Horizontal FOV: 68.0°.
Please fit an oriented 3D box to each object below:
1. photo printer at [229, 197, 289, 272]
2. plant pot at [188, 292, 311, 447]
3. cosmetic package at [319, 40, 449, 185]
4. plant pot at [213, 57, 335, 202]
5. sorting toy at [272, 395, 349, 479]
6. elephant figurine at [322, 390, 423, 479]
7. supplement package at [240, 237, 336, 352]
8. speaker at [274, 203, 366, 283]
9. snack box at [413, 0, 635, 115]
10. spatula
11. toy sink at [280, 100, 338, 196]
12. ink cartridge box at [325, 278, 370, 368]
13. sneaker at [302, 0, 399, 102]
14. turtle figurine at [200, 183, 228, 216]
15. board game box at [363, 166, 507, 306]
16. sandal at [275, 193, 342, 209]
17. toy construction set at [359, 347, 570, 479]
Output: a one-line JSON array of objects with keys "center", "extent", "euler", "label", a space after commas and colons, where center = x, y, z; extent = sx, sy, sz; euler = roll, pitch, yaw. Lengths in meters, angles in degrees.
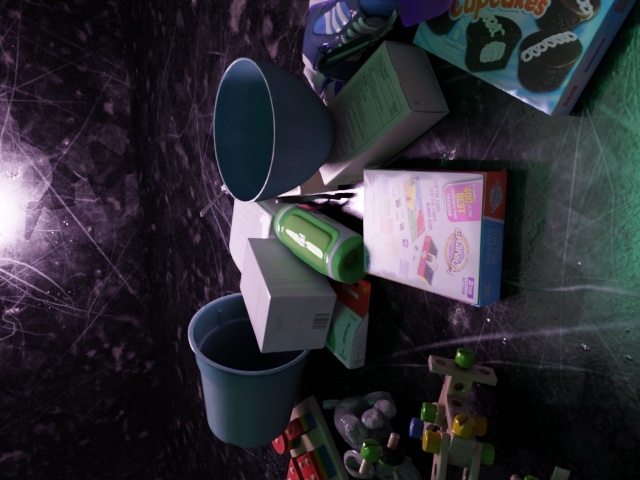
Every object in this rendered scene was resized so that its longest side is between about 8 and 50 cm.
[{"center": [-0.191, -0.006, 1.499], "extent": [0.256, 0.107, 0.307], "euler": [42, 130, 43], "label": "photo printer"}, {"center": [-0.198, 0.380, 1.360], "extent": [0.341, 0.341, 0.334], "euler": [39, 133, 44], "label": "plant pot"}, {"center": [0.107, -0.255, 1.016], "extent": [0.309, 0.113, 0.160], "euler": [-33, 70, 52], "label": "cosmetic package"}, {"center": [-0.084, -0.231, 1.026], "extent": [0.290, 0.195, 0.290], "euler": [14, 108, 55], "label": "plant pot"}, {"center": [-0.055, 0.653, 1.466], "extent": [0.257, 0.089, 0.255], "euler": [63, 141, 24], "label": "sorting toy"}, {"center": [0.131, 0.497, 1.128], "extent": [0.186, 0.169, 0.239], "euler": [-126, 16, -77], "label": "elephant figurine"}, {"center": [-0.098, 0.135, 1.284], "extent": [0.293, 0.175, 0.177], "euler": [-123, 39, -54], "label": "supplement package"}, {"center": [0.000, 0.000, 1.213], "extent": [0.296, 0.131, 0.131], "euler": [32, 123, 47], "label": "speaker"}, {"center": [0.301, -0.354, 0.761], "extent": [0.322, 0.060, 0.187], "euler": [49, 133, 38], "label": "snack box"}, {"center": [0.107, -0.390, 0.881], "extent": [0.296, 0.030, 0.084], "euler": [-18, 70, 41], "label": "spatula"}, {"center": [-0.058, -0.235, 1.237], "extent": [0.153, 0.131, 0.234], "euler": [4, 100, 54], "label": "toy sink"}, {"center": [0.055, 0.187, 1.221], "extent": [0.181, 0.056, 0.224], "euler": [32, 125, 57], "label": "ink cartridge box"}, {"center": [0.072, -0.411, 1.009], "extent": [0.323, 0.130, 0.236], "euler": [24, 115, 53], "label": "sneaker"}, {"center": [-0.224, -0.234, 1.376], "extent": [0.266, 0.275, 0.198], "euler": [-107, 14, -46], "label": "turtle figurine"}, {"center": [0.212, -0.023, 0.957], "extent": [0.316, 0.064, 0.242], "euler": [15, 109, 53], "label": "board game box"}, {"center": [-0.030, -0.098, 1.232], "extent": [0.179, 0.067, 0.040], "euler": [-3, 97, 15], "label": "sandal"}, {"center": [0.277, 0.340, 0.844], "extent": [0.309, 0.257, 0.237], "euler": [21, 103, 29], "label": "toy construction set"}]
